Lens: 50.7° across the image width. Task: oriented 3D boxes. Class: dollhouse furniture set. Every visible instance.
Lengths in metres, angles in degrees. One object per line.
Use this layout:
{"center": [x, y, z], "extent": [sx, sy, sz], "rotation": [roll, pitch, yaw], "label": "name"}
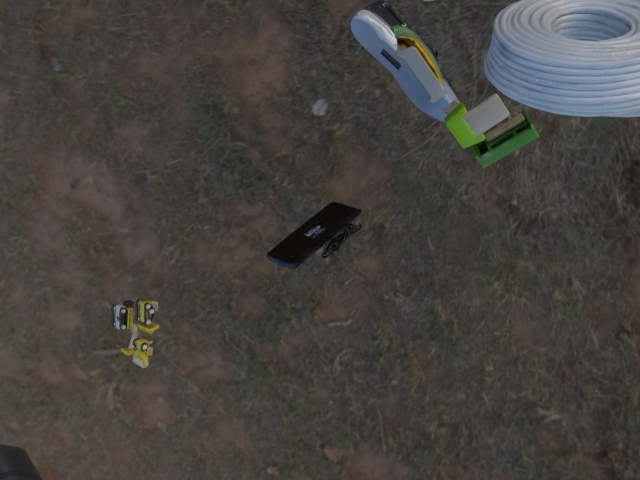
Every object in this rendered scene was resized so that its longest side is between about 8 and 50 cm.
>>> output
{"center": [0.126, -0.136, 0.588], "extent": [0.058, 0.076, 0.152], "rotation": [-32, 115, 21], "label": "dollhouse furniture set"}

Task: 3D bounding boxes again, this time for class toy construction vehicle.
{"center": [-0.256, 0.124, 0.955], "extent": [0.086, 0.035, 0.098], "rotation": [11, 105, 39], "label": "toy construction vehicle"}

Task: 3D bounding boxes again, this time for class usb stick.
{"center": [-0.362, 0.347, 0.852], "extent": [0.278, 0.077, 0.045], "rotation": [29, 81, 44], "label": "usb stick"}

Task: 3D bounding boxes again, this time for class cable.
{"center": [0.347, -0.249, 0.880], "extent": [0.257, 0.257, 0.089], "rotation": [-6, 129, 1], "label": "cable"}

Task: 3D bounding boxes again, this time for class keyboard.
{"center": [0.000, 0.000, 1.217], "extent": [0.100, 0.192, 0.038], "rotation": [21, 138, 38], "label": "keyboard"}

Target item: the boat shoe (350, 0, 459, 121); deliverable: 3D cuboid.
{"center": [0.149, -0.292, 1.082], "extent": [0.228, 0.076, 0.080], "rotation": [43, 159, 0], "label": "boat shoe"}
